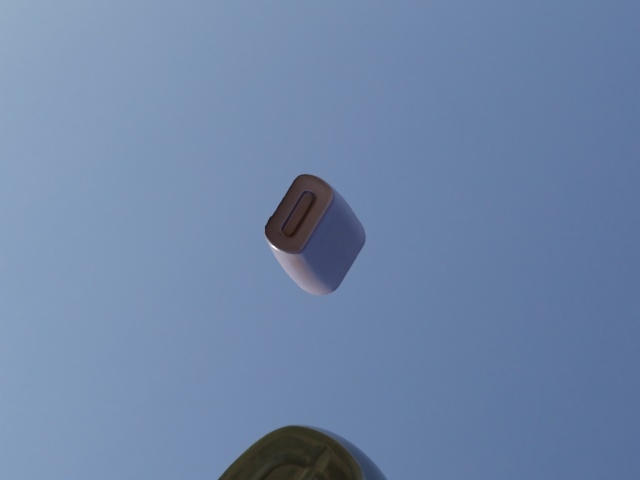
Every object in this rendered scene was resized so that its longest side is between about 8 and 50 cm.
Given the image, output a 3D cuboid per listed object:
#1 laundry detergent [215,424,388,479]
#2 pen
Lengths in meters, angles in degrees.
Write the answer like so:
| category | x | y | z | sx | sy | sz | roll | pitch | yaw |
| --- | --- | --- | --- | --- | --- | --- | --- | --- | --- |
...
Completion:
| category | x | y | z | sx | sy | sz | roll | pitch | yaw |
| --- | --- | --- | --- | --- | --- | --- | --- | --- | --- |
| laundry detergent | -0.016 | 0.329 | 1.112 | 0.124 | 0.398 | 0.264 | 30 | -105 | 26 |
| pen | 0.000 | 0.000 | 0.708 | 0.053 | 0.032 | 0.197 | -59 | 170 | -5 |
